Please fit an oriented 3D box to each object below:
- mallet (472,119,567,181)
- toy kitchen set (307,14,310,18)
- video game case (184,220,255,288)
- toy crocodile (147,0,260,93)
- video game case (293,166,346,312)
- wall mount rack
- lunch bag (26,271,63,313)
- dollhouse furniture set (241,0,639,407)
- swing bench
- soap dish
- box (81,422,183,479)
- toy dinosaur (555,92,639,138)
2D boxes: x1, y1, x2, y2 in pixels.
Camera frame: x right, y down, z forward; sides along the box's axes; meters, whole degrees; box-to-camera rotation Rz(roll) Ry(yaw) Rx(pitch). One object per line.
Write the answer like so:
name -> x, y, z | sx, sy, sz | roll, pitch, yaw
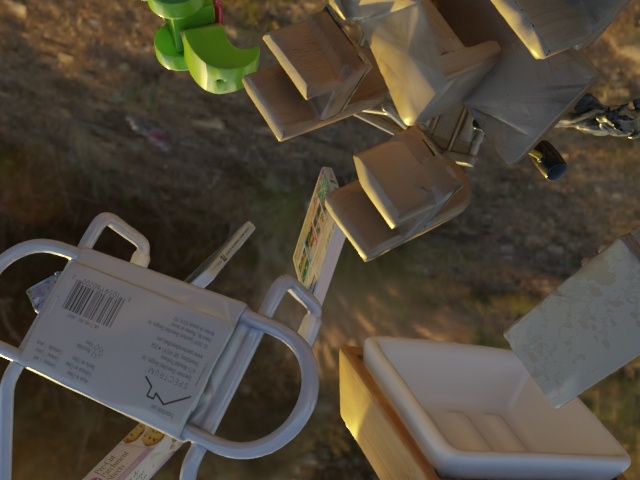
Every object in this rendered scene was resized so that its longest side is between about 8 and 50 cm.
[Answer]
mallet -> 0.285, -0.145, 1.581 | 0.190, 0.062, 0.039 | 24, 118, -33
toy kitchen set -> -0.006, -0.368, 2.004 | 0.075, 0.083, 0.068 | 11, -165, -28
video game case -> -0.201, 0.062, 1.797 | 0.022, 0.173, 0.190 | 45, 125, -7
toy crocodile -> -0.172, -0.314, 1.304 | 0.105, 0.340, 0.115 | -18, 147, -13
video game case -> 0.000, 0.000, 1.480 | 0.019, 0.143, 0.157 | 9, 120, -16
wall mount rack -> -0.158, 0.145, 0.917 | 0.350, 0.304, 0.130 | 18, 164, 28
lunch bag -> -0.389, 0.084, 1.638 | 0.083, 0.053, 0.071 | -29, 148, -3
dollhouse furniture set -> 0.189, -0.117, 0.836 | 0.256, 0.394, 0.362 | -25, 164, -33
swing bench -> 0.193, -0.299, 1.915 | 0.255, 0.253, 0.165 | 26, 175, -40
soap dish -> 0.176, 0.219, 1.203 | 0.291, 0.229, 0.118 | 10, 117, -32
box -> -0.304, 0.365, 1.931 | 0.067, 0.324, 0.063 | 21, 130, 24
toy dinosaur -> 0.341, -0.161, 1.371 | 0.268, 0.064, 0.118 | 6, 177, 16
